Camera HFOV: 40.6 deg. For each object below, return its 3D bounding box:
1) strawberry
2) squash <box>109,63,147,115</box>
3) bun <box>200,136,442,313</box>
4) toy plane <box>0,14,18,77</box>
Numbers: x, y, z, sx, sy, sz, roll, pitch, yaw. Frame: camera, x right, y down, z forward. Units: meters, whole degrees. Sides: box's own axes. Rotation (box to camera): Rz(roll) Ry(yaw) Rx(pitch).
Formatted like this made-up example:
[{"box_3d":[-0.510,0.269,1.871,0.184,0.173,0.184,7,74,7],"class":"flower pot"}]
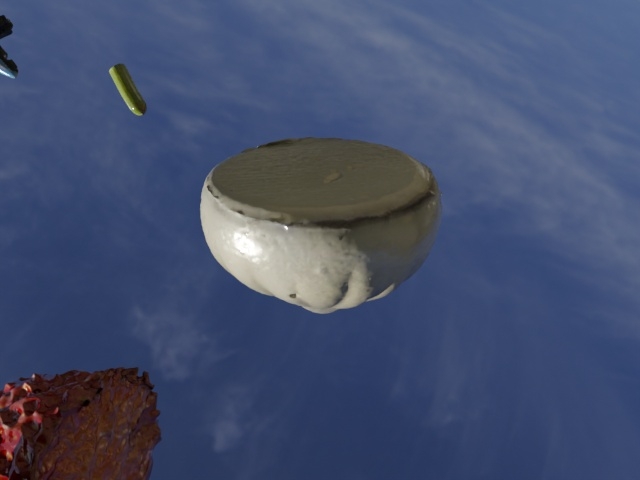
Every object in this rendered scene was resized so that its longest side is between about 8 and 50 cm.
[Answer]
[{"box_3d":[-0.309,0.245,1.000,0.178,0.233,0.234,11,-149,26],"class":"strawberry"},{"box_3d":[-0.284,-0.221,1.285,0.027,0.027,0.083,-21,-102,-41],"class":"squash"},{"box_3d":[0.000,0.000,0.506,0.138,0.094,0.138,2,-154,-1],"class":"bun"},{"box_3d":[-0.422,-0.270,1.023,0.246,0.169,0.078,37,-117,19],"class":"toy plane"}]
